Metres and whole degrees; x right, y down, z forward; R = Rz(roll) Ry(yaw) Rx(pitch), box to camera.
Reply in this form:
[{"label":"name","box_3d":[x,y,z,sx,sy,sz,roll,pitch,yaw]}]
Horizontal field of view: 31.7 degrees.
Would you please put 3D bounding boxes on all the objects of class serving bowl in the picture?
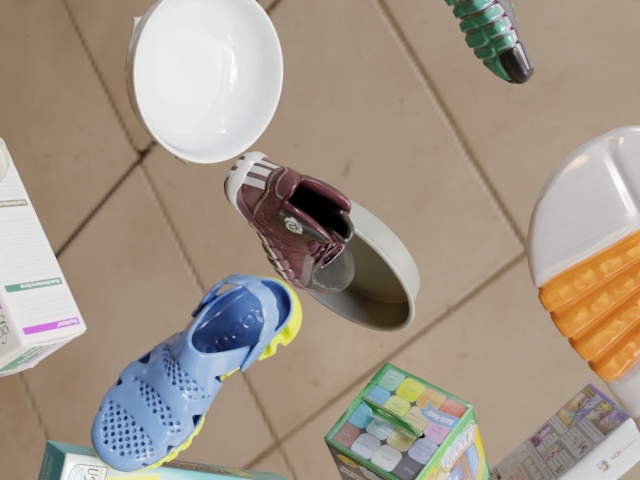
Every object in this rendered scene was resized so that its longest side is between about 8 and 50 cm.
[{"label":"serving bowl","box_3d":[-0.058,-0.079,0.529,0.027,0.083,0.083,15,103,49]}]

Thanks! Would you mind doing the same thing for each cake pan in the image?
[{"label":"cake pan","box_3d":[0.038,0.028,1.788,0.293,0.054,0.293,31,152,18]}]

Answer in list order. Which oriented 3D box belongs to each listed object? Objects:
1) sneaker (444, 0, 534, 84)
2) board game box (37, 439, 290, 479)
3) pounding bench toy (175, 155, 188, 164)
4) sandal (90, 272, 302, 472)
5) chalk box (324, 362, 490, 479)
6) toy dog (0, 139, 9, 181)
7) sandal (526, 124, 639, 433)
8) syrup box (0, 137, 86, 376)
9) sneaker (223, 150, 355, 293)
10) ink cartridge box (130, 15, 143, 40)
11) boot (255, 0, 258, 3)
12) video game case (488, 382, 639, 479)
[{"label":"sneaker","box_3d":[0.200,-0.291,1.314,0.223,0.098,0.083,52,163,-19]},{"label":"board game box","box_3d":[-0.207,0.406,1.428,0.079,0.336,0.254,7,83,58]},{"label":"pounding bench toy","box_3d":[-0.191,-0.158,1.667,0.065,0.052,0.083,-48,35,21]},{"label":"sandal","box_3d":[-0.153,0.144,1.354,0.126,0.317,0.138,40,163,11]},{"label":"chalk box","box_3d":[0.102,0.245,1.340,0.132,0.132,0.213,26,151,33]},{"label":"toy dog","box_3d":[-0.360,-0.010,0.648,0.220,0.334,0.161,-35,44,32]},{"label":"sandal","box_3d":[0.188,0.039,0.631,0.102,0.076,0.265,-21,122,17]},{"label":"syrup box","box_3d":[-0.346,0.016,1.167,0.093,0.096,0.237,-32,77,30]},{"label":"sneaker","box_3d":[0.000,0.000,1.489,0.162,0.281,0.106,18,70,44]},{"label":"ink cartridge box","box_3d":[-0.133,-0.217,1.272,0.109,0.150,0.063,14,108,16]},{"label":"boot","box_3d":[-0.155,-0.309,1.584,0.077,0.137,0.198,-114,17,-60]},{"label":"video game case","box_3d":[0.355,0.333,1.669,0.244,0.269,0.061,-43,91,3]}]
